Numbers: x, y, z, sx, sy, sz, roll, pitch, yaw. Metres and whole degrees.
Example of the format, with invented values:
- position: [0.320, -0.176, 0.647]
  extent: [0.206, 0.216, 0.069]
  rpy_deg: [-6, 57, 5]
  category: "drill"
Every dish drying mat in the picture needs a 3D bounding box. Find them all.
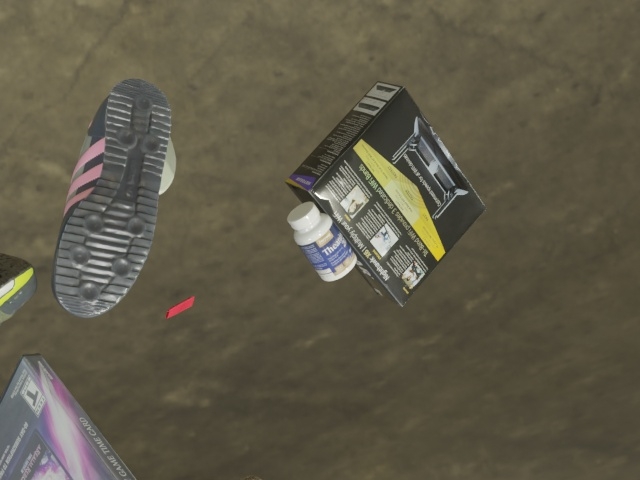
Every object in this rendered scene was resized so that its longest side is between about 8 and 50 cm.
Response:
- position: [-0.330, 0.157, 2.511]
  extent: [0.083, 0.008, 0.032]
  rpy_deg: [-29, 148, -45]
  category: "dish drying mat"

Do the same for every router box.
- position: [0.119, -0.077, 1.828]
  extent: [0.243, 0.081, 0.309]
  rpy_deg: [-48, 124, -13]
  category: "router box"

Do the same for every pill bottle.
- position: [0.000, 0.000, 1.671]
  extent: [0.067, 0.067, 0.120]
  rpy_deg: [-25, 117, 19]
  category: "pill bottle"

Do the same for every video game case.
- position: [-0.214, 0.258, 0.903]
  extent: [0.026, 0.274, 0.196]
  rpy_deg: [3, 124, -51]
  category: "video game case"

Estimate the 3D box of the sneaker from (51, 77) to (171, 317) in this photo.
- position: [-0.267, -0.041, 1.345]
  extent: [0.112, 0.319, 0.131]
  rpy_deg: [23, 153, -20]
  category: "sneaker"

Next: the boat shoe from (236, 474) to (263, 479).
- position: [-0.029, 0.455, 1.374]
  extent: [0.130, 0.132, 0.355]
  rpy_deg: [-39, 106, 0]
  category: "boat shoe"

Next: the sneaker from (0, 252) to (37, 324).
- position: [-0.362, 0.127, 0.950]
  extent: [0.111, 0.300, 0.121]
  rpy_deg: [18, 143, 34]
  category: "sneaker"

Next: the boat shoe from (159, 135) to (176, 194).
- position: [-0.299, -0.158, 1.786]
  extent: [0.079, 0.227, 0.081]
  rpy_deg: [11, 141, -35]
  category: "boat shoe"
